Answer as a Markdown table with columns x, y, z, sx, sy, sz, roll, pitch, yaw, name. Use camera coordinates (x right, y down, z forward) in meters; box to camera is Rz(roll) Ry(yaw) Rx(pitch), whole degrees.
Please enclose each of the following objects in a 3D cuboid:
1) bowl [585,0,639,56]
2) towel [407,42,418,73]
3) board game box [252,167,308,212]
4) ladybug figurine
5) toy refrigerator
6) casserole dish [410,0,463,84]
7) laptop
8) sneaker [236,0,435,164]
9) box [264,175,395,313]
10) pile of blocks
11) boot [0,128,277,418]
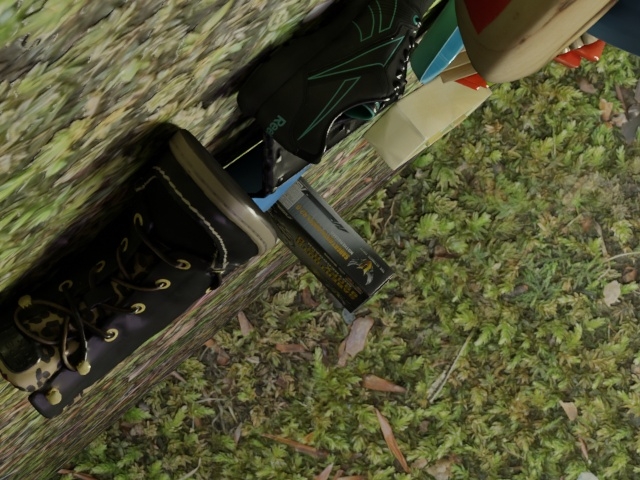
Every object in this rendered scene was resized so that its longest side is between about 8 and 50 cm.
| x | y | z | sx | sy | sz | roll | pitch | yaw | name |
| --- | --- | --- | --- | --- | --- | --- | --- | --- | --- |
| 0.487 | -0.281 | 1.653 | 0.391 | 0.391 | 0.077 | -34 | 143 | -62 | bowl |
| 0.098 | -0.229 | 1.854 | 0.113 | 0.023 | 0.152 | -40 | 177 | 2 | towel |
| -0.060 | -0.096 | 1.791 | 0.169 | 0.033 | 0.133 | -46 | 171 | 8 | board game box |
| 0.290 | -0.342 | 1.368 | 0.305 | 0.162 | 0.449 | -38 | 176 | -45 | ladybug figurine |
| 0.202 | -0.228 | 2.378 | 0.102 | 0.094 | 0.269 | -43 | 175 | 40 | toy refrigerator |
| 0.180 | -0.288 | 1.741 | 0.188 | 0.037 | 0.114 | -53 | 170 | 35 | casserole dish |
| -0.025 | -0.165 | 1.464 | 0.234 | 0.136 | 0.264 | -39 | 151 | -30 | laptop |
| 0.044 | -0.180 | 1.271 | 0.267 | 0.106 | 0.101 | -41 | 175 | -14 | sneaker |
| 0.000 | 0.000 | 1.976 | 0.056 | 0.231 | 0.183 | -43 | 178 | -13 | box |
| 0.328 | -0.290 | 1.893 | 0.362 | 0.113 | 0.149 | -20 | -169 | 15 | pile of blocks |
| -0.197 | 0.041 | 1.278 | 0.284 | 0.138 | 0.377 | -40 | -178 | -10 | boot |
